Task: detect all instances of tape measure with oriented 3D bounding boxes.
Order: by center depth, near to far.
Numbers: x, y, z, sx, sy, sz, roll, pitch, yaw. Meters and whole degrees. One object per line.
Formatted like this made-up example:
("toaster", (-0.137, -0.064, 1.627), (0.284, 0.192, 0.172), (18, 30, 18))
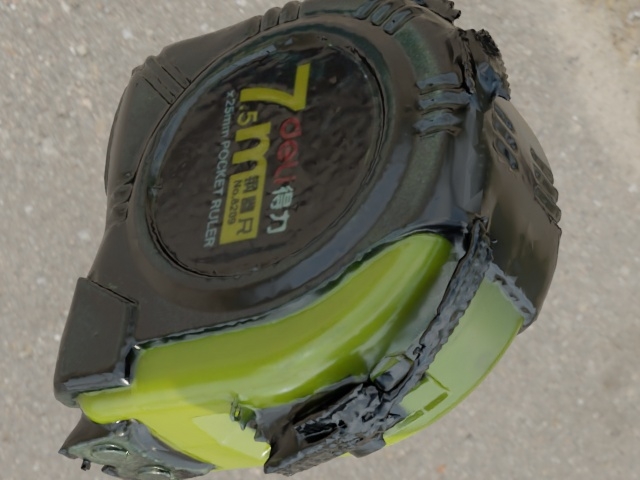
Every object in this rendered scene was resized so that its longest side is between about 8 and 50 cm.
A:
("tape measure", (0.000, 0.000, 0.486), (0.186, 0.199, 0.112), (-13, 148, 32))
